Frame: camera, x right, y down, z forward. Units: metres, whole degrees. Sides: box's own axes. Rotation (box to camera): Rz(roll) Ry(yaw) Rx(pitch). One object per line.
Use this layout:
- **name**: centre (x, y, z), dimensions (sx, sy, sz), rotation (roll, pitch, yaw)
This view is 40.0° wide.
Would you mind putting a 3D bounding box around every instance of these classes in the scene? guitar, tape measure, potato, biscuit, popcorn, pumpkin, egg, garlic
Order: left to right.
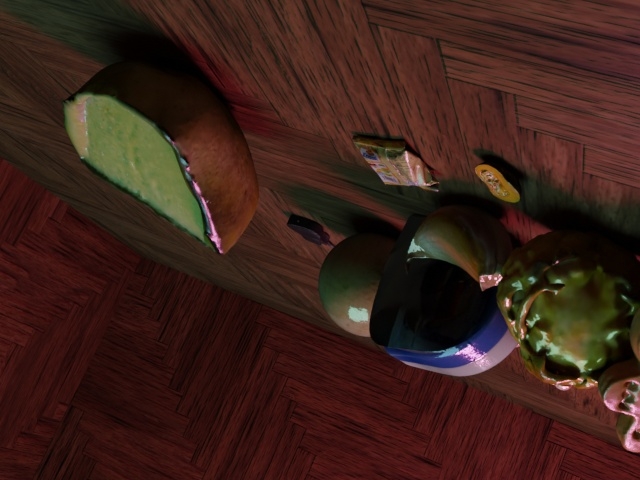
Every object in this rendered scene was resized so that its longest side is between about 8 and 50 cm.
- **potato**: centre (-0.236, -0.191, 1.431), dimensions (0.330, 0.213, 0.280), rotation (31, 152, 15)
- **guitar**: centre (0.000, 0.000, 2.120), dimensions (0.088, 0.025, 0.233), rotation (15, 165, 32)
- **egg**: centre (0.104, 0.093, 1.860), dimensions (0.218, 0.219, 0.295), rotation (24, 176, 1)
- **tape measure**: centre (0.244, 0.105, 1.568), dimensions (0.262, 0.259, 0.138), rotation (7, 161, 41)
- **garlic**: centre (0.238, -0.003, 1.454), dimensions (0.115, 0.128, 0.206), rotation (-20, -161, -31)
- **pumpkin**: centre (0.254, -0.088, 1.234), dimensions (0.083, 0.028, 0.050), rotation (41, 160, -27)
- **popcorn**: centre (0.390, 0.100, 1.324), dimensions (0.250, 0.250, 0.190), rotation (27, -176, -13)
- **biscuit**: centre (0.533, 0.172, 1.241), dimensions (0.275, 0.052, 0.355), rotation (-6, 129, -9)

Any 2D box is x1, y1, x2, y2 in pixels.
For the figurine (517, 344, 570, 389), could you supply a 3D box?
- **figurine**: centre (0.476, 0.189, 1.658), dimensions (0.133, 0.200, 0.276), rotation (55, 151, -15)

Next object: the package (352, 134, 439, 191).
- **package**: centre (0.117, -0.120, 1.364), dimensions (0.108, 0.031, 0.120), rotation (13, 158, 42)
